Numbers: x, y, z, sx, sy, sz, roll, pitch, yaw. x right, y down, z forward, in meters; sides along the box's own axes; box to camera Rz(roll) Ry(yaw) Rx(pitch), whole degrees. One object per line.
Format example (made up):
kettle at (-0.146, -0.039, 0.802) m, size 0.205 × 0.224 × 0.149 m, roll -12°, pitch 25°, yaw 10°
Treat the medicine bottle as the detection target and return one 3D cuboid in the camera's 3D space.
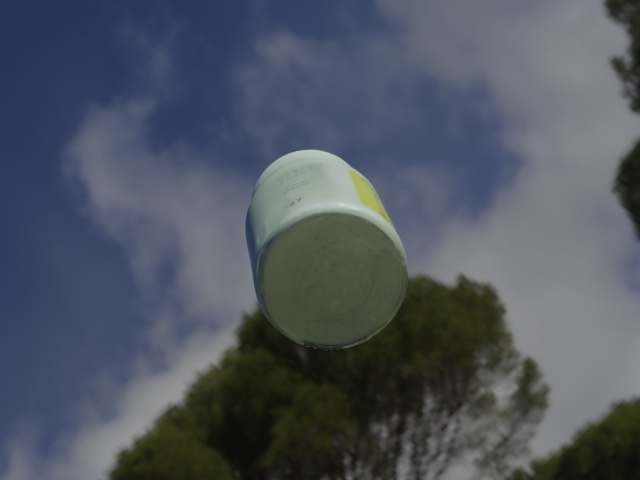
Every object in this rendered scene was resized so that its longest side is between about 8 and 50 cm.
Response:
medicine bottle at (0.000, 0.000, 0.517) m, size 0.047 × 0.083 × 0.047 m, roll -1°, pitch -73°, yaw -4°
